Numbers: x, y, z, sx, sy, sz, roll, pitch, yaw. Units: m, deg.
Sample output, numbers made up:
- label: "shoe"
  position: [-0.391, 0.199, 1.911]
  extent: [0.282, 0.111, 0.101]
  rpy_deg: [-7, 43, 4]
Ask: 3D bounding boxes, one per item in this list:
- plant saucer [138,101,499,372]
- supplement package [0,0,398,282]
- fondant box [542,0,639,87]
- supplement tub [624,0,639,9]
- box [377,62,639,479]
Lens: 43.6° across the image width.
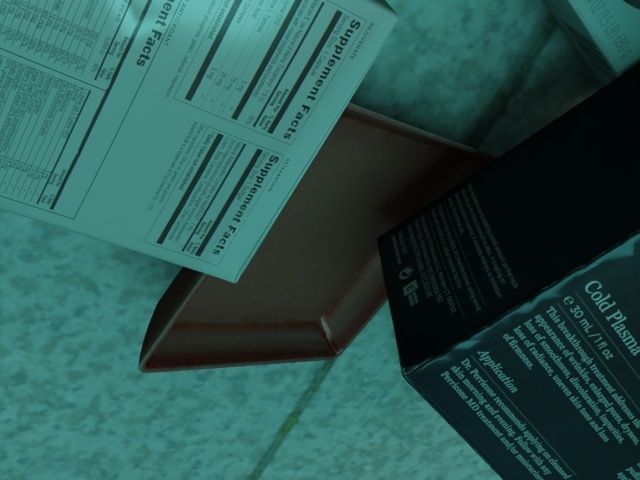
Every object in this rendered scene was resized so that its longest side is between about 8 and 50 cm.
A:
- label: "plant saucer"
  position: [0.000, 0.000, 0.659]
  extent: [0.259, 0.048, 0.258]
  rpy_deg: [8, 126, -52]
- label: "supplement package"
  position: [-0.135, -0.139, 0.477]
  extent: [0.263, 0.199, 0.198]
  rpy_deg: [20, 118, -27]
- label: "fondant box"
  position: [0.311, -0.271, 0.577]
  extent: [0.330, 0.096, 0.238]
  rpy_deg: [-42, 125, 14]
- label: "supplement tub"
  position: [0.284, -0.206, 0.436]
  extent: [0.316, 0.193, 0.193]
  rpy_deg: [5, 123, -17]
- label: "box"
  position: [0.272, 0.070, 0.619]
  extent: [0.312, 0.179, 0.343]
  rpy_deg: [-34, 117, 17]
